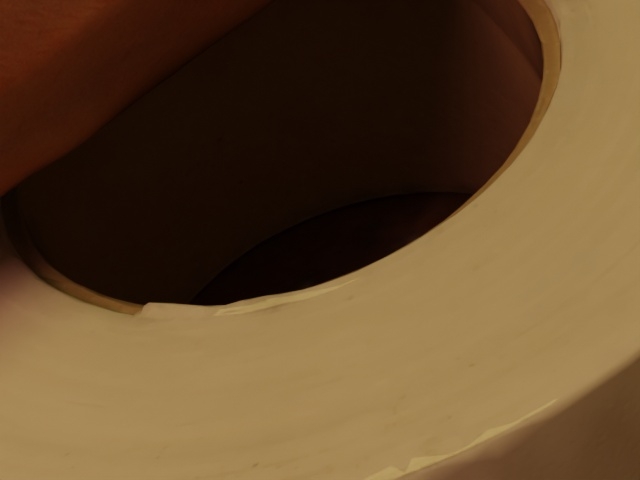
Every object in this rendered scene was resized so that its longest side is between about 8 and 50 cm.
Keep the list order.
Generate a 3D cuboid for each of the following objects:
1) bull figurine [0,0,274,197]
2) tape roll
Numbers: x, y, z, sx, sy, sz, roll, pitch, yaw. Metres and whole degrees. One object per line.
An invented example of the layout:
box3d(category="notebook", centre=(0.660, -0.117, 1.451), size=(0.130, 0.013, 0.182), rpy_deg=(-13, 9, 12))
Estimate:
box3d(category="bull figurine", centre=(-0.043, -0.106, 0.502), size=(0.310, 0.101, 0.188), rpy_deg=(-34, 36, -19))
box3d(category="tape roll", centre=(0.000, 0.000, 0.516), size=(0.286, 0.100, 0.286), rpy_deg=(-12, 40, 11))
